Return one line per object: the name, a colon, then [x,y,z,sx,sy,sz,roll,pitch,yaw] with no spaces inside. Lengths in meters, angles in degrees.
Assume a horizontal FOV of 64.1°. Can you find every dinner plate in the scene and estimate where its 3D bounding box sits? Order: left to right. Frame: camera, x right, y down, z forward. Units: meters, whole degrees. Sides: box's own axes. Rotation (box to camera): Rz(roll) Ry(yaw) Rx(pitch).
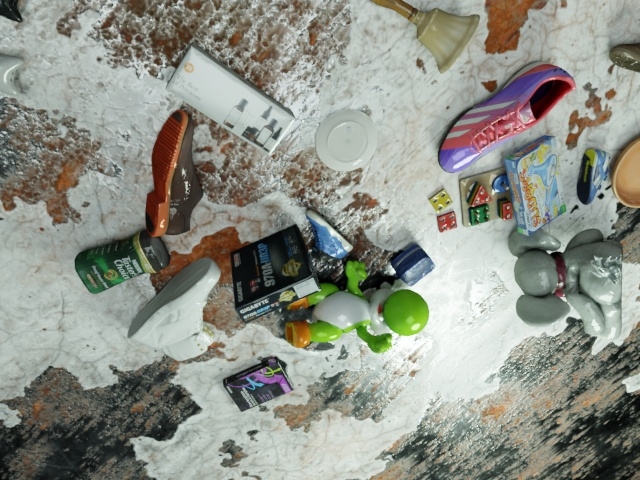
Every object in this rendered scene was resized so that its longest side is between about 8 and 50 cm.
dinner plate: [0.059,-0.216,1.118,0.141,0.017,0.141,-5,117,-10]

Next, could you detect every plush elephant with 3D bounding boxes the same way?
plush elephant: [0.607,0.093,1.280,0.330,0.256,0.271,27,67,-56]

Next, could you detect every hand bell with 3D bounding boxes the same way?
hand bell: [0.170,-0.441,0.990,0.242,0.126,0.126,27,109,-10]

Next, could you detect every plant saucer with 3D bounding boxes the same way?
plant saucer: [0.817,-0.180,1.282,0.200,0.037,0.199,-5,117,-10]

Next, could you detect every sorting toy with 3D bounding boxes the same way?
sorting toy: [0.401,-0.096,1.235,0.275,0.046,0.132,-15,119,-3]

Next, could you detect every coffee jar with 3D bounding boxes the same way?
coffee jar: [-0.428,0.043,1.116,0.185,0.079,0.096,-20,120,-1]

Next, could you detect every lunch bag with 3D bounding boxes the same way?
lunch bag: [0.225,0.062,1.271,0.098,0.065,0.067,-38,134,8]

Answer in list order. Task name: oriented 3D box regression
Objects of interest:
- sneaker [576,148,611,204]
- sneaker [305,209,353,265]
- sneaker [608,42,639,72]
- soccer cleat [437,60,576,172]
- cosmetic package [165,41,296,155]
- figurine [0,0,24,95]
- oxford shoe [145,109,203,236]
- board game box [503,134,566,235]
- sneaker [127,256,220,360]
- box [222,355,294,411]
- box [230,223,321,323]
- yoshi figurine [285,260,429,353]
sneaker: [0.676,-0.154,1.258,0.059,0.053,0.144,-7,120,-11]
sneaker: [0.000,0.000,1.194,0.084,0.058,0.152,-46,124,4]
sneaker: [0.721,-0.415,1.134,0.189,0.066,0.071,10,98,-22]
soccer cleat: [0.394,-0.259,1.106,0.318,0.116,0.108,-40,118,10]
cosmetic package: [-0.174,-0.275,1.012,0.239,0.060,0.099,30,107,-24]
figurine: [-0.615,-0.362,0.864,0.210,0.092,0.214,8,116,-20]
oxford shoe: [-0.292,-0.136,1.058,0.098,0.097,0.271,-1,121,-39]
board game box: [0.513,-0.129,1.215,0.136,0.035,0.201,-30,116,-17]
sneaker: [-0.296,0.170,1.203,0.292,0.108,0.169,-40,120,21]
box: [-0.166,0.391,1.383,0.162,0.029,0.116,-23,120,2]
box: [-0.104,0.066,1.115,0.175,0.220,0.051,-23,122,2]
yoshi figurine: [0.105,0.167,1.222,0.363,0.203,0.203,1,118,-15]
